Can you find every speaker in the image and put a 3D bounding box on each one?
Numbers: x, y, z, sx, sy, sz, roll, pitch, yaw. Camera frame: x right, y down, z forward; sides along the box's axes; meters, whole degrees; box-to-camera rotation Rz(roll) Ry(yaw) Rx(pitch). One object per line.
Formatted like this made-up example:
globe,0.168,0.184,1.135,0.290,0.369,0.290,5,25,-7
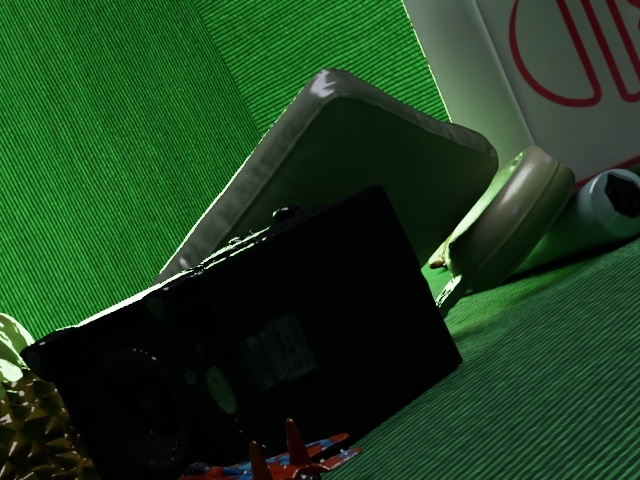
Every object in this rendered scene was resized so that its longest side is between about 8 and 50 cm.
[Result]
speaker,-0.067,0.094,1.381,0.232,0.184,0.254,-25,2,44

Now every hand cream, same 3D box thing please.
hand cream,0.232,-0.002,1.739,0.109,0.067,0.320,-30,-2,-24

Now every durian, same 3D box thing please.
durian,-0.221,0.182,1.666,0.260,0.186,0.154,-40,-4,-2

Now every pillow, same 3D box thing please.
pillow,0.000,0.000,1.622,0.255,0.120,0.322,21,-63,-43

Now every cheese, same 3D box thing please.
cheese,0.155,0.012,1.636,0.227,0.064,0.137,-53,2,-8

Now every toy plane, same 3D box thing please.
toy plane,-0.051,0.166,1.132,0.130,0.061,0.189,-30,-1,-33

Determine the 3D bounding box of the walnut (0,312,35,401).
walnut,-0.434,0.219,1.972,0.277,0.282,0.253,-33,-38,10

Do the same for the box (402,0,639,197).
box,0.298,-0.207,1.836,0.300,0.312,0.314,-24,-7,22

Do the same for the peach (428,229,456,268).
peach,0.254,-0.047,2.252,0.279,0.068,0.189,-28,4,-27
